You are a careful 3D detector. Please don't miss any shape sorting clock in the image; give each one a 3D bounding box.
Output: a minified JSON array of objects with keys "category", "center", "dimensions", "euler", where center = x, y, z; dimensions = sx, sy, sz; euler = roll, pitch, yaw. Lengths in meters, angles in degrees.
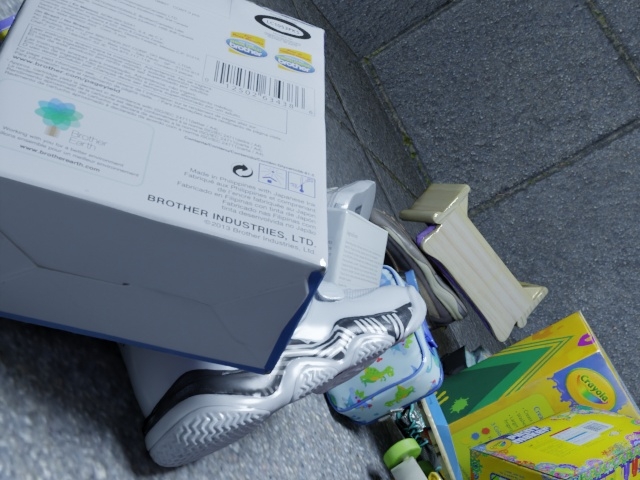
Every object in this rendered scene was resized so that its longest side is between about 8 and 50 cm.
[{"category":"shape sorting clock","center":[0.176,0.300,1.249],"dimensions":[0.206,0.040,0.206],"euler":[-17,90,-89]}]

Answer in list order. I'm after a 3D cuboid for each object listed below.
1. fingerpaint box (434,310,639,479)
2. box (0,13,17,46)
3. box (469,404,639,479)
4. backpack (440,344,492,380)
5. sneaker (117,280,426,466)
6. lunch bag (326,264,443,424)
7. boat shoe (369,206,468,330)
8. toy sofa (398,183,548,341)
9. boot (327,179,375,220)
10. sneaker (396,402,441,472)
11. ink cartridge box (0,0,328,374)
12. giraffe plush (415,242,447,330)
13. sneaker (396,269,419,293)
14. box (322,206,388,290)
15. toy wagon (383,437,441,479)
[{"category":"fingerpaint box","center":[0.448,0.417,1.534],"dimensions":[0.445,0.371,0.163],"euler":[55,16,-17]},{"category":"box","center":[-0.284,-0.144,0.829],"dimensions":[0.179,0.043,0.105],"euler":[56,15,-21]},{"category":"box","center":[0.398,0.442,1.253],"dimensions":[0.289,0.177,0.280],"euler":[-7,97,-38]},{"category":"backpack","center":[0.374,0.350,1.871],"dimensions":[0.189,0.144,0.166],"euler":[61,9,-7]},{"category":"sneaker","center":[-0.052,0.062,0.811],"dimensions":[0.365,0.137,0.210],"euler":[-20,73,-42]},{"category":"lunch bag","center":[0.083,0.156,1.204],"dimensions":[0.090,0.176,0.219],"euler":[44,20,-45]},{"category":"boat shoe","center":[0.186,0.081,1.753],"dimensions":[0.355,0.130,0.132],"euler":[48,9,-23]},{"category":"toy sofa","center":[0.334,0.052,1.815],"dimensions":[0.362,0.177,0.150],"euler":[48,-14,-21]},{"category":"boot","center":[0.008,-0.062,1.255],"dimensions":[0.258,0.123,0.095],"euler":[-11,116,-76]},{"category":"sneaker","center":[0.166,0.331,1.406],"dimensions":[0.076,0.065,0.167],"euler":[22,34,-41]},{"category":"ink cartridge box","center":[-0.138,-0.106,0.703],"dimensions":[0.269,0.151,0.396],"euler":[16,44,-16]},{"category":"giraffe plush","center":[0.252,0.124,1.930],"dimensions":[0.210,0.181,0.171],"euler":[96,-8,-51]},{"category":"sneaker","center":[0.173,0.162,1.703],"dimensions":[0.081,0.090,0.232],"euler":[-95,172,-57]},{"category":"box","center":[-0.027,0.020,1.037],"dimensions":[0.182,0.180,0.119],"euler":[21,78,-67]},{"category":"toy wagon","center":[0.174,0.402,1.090],"dimensions":[0.267,0.068,0.344],"euler":[55,-3,35]}]
